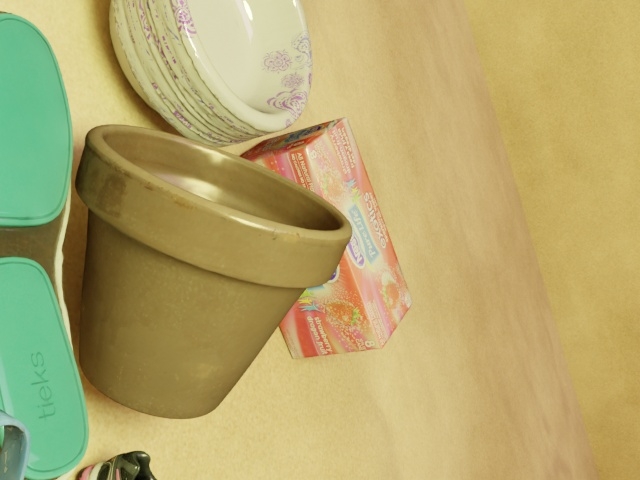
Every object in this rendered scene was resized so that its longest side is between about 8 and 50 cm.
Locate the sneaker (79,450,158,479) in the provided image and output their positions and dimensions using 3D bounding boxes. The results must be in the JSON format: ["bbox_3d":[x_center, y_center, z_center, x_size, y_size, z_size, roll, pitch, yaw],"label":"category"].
[{"bbox_3d":[-0.157,0.281,0.722,0.178,0.077,0.072,56,18,-2],"label":"sneaker"}]

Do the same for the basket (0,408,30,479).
[{"bbox_3d":[-0.288,0.251,0.416,0.254,0.201,0.289,-5,115,-60],"label":"basket"}]

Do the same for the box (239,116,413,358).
[{"bbox_3d":[0.000,0.000,1.070,0.142,0.154,0.300,-45,120,-55],"label":"box"}]

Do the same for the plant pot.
[{"bbox_3d":[-0.130,0.040,0.739,0.263,0.263,0.229,2,114,-59],"label":"plant pot"}]

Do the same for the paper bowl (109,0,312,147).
[{"bbox_3d":[-0.140,-0.255,0.925,0.284,0.148,0.284,29,55,-52],"label":"paper bowl"}]

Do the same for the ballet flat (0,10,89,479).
[{"bbox_3d":[-0.279,0.008,0.623,0.139,0.139,0.401,10,67,-58],"label":"ballet flat"}]
